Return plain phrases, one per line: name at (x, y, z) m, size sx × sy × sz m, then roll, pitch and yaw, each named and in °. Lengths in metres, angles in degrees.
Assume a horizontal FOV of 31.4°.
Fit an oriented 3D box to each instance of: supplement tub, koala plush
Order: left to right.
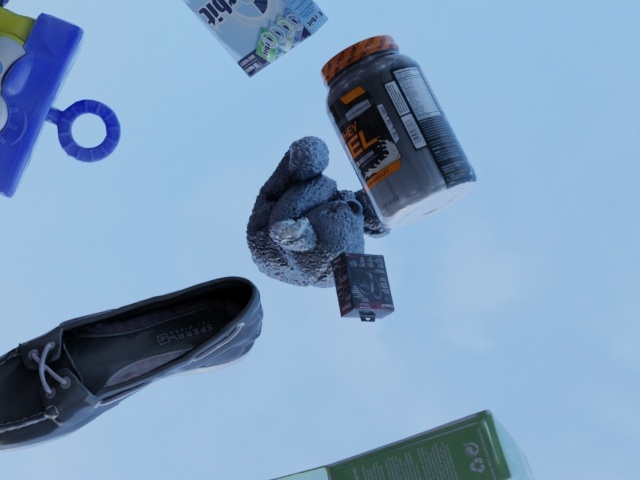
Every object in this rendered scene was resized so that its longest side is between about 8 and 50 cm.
koala plush at (0.000, 0.000, 1.569) m, size 0.203 × 0.196 × 0.221 m, roll -48°, pitch -157°, yaw 7°
supplement tub at (0.080, -0.119, 1.236) m, size 0.117 × 0.117 × 0.190 m, roll -30°, pitch -101°, yaw 18°

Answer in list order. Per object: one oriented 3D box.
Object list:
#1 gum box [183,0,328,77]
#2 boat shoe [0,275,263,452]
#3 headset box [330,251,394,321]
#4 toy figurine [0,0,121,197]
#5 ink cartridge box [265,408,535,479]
gum box at (-0.099, -0.304, 1.394) m, size 0.041 × 0.184 × 0.157 m, roll -49°, pitch -165°, yaw -32°
boat shoe at (-0.212, 0.112, 1.159) m, size 0.335 × 0.095 × 0.112 m, roll -18°, pitch -119°, yaw -26°
headset box at (0.052, 0.059, 1.381) m, size 0.032 × 0.062 × 0.083 m, roll -37°, pitch -123°, yaw 50°
toy figurine at (-0.210, -0.127, 0.692) m, size 0.217 × 0.191 × 0.362 m, roll 24°, pitch -92°, yaw -5°
ink cartridge box at (0.034, 0.195, 0.826) m, size 0.235 × 0.171 × 0.056 m, roll -20°, pitch -114°, yaw 10°
